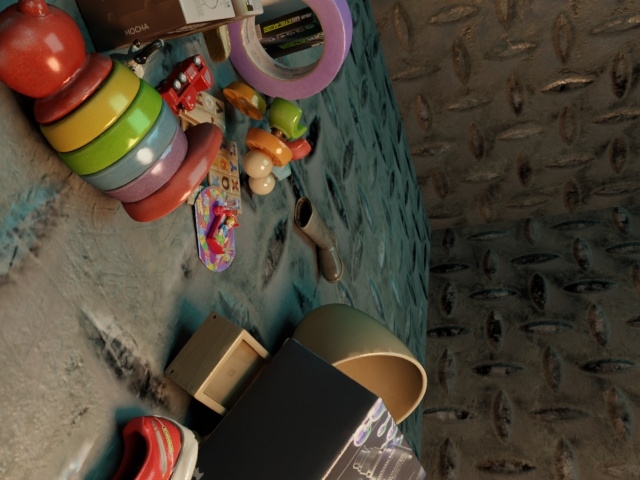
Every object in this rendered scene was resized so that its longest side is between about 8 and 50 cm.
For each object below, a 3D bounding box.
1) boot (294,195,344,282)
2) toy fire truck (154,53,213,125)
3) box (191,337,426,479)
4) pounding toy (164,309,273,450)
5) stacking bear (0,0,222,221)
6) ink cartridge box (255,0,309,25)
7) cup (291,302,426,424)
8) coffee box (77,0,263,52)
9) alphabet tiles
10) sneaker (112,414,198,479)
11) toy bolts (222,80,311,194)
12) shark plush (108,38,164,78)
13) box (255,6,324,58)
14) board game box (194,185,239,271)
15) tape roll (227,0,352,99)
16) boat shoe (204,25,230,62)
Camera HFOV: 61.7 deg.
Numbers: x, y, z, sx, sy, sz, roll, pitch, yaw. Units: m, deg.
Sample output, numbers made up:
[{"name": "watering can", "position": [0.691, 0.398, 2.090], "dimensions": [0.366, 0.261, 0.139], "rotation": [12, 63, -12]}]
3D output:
[{"name": "boot", "position": [-0.002, 0.002, 1.493], "dimensions": [0.208, 0.076, 0.190], "rotation": [59, 16, -60]}, {"name": "toy fire truck", "position": [-0.235, -0.234, 0.970], "dimensions": [0.135, 0.047, 0.192], "rotation": [60, 34, -36]}, {"name": "box", "position": [-0.007, 0.418, 0.955], "dimensions": [0.293, 0.212, 0.395], "rotation": [-49, 140, -19]}, {"name": "pounding toy", "position": [-0.181, 0.255, 0.912], "dimensions": [0.206, 0.094, 0.181], "rotation": [-53, 142, -18]}, {"name": "stacking bear", "position": [-0.289, -0.171, 0.691], "dimensions": [0.289, 0.175, 0.164], "rotation": [50, 29, -40]}, {"name": "ink cartridge box", "position": [-0.103, -0.696, 1.289], "dimensions": [0.197, 0.198, 0.270], "rotation": [39, 48, -61]}, {"name": "cup", "position": [0.047, 0.289, 1.259], "dimensions": [0.237, 0.331, 0.331], "rotation": [-115, 179, -49]}, {"name": "coffee box", "position": [-0.235, -0.403, 0.880], "dimensions": [0.297, 0.168, 0.119], "rotation": [-58, 137, -60]}, {"name": "alphabet tiles", "position": [-0.217, -0.179, 1.075], "dimensions": [0.198, 0.009, 0.237], "rotation": [7, 77, -69]}, {"name": "sneaker", "position": [-0.255, 0.368, 0.699], "dimensions": [0.118, 0.107, 0.279], "rotation": [38, 42, -37]}, {"name": "toy bolts", "position": [-0.137, -0.203, 1.159], "dimensions": [0.158, 0.218, 0.228], "rotation": [-57, 162, -10]}, {"name": "shark plush", "position": [-0.276, -0.258, 0.759], "dimensions": [0.073, 0.161, 0.067], "rotation": [21, 72, -28]}, {"name": "box", "position": [-0.071, -0.507, 1.320], "dimensions": [0.184, 0.190, 0.045], "rotation": [-17, 96, -70]}, {"name": "board game box", "position": [-0.190, -0.024, 1.043], "dimensions": [0.133, 0.033, 0.169], "rotation": [-12, 97, -69]}, {"name": "tape roll", "position": [-0.072, -0.457, 1.179], "dimensions": [0.090, 0.274, 0.275], "rotation": [-69, 145, -51]}, {"name": "boat shoe", "position": [-0.218, -0.443, 1.114], "dimensions": [0.045, 0.050, 0.135], "rotation": [-63, 151, -62]}]
